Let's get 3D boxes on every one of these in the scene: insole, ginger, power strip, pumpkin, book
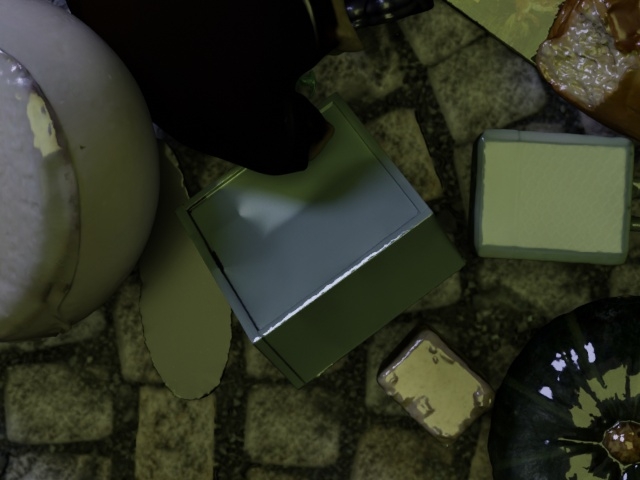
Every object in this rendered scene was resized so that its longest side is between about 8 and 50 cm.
[{"bbox_3d":[-0.172,0.032,1.574,0.110,0.012,0.310,-16,89,4],"label":"insole"},{"bbox_3d":[-0.090,-0.291,1.446,0.413,0.211,0.358,42,137,18],"label":"ginger"},{"bbox_3d":[0.278,-0.043,1.486,0.224,0.140,0.139,3,89,4],"label":"power strip"},{"bbox_3d":[0.331,0.208,1.456,0.300,0.207,0.300,-1,86,18],"label":"pumpkin"},{"bbox_3d":[0.251,-0.291,1.545,0.228,0.024,0.160,37,94,2],"label":"book"}]

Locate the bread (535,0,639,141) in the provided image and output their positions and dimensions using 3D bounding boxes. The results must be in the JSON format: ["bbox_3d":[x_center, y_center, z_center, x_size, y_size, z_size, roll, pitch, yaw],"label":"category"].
[{"bbox_3d":[0.398,-0.156,1.445,0.344,0.195,0.149,24,91,-3],"label":"bread"}]

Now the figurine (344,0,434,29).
[{"bbox_3d":[0.043,-0.407,1.498,0.204,0.185,0.332,-38,109,-29],"label":"figurine"}]

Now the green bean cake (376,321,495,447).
[{"bbox_3d":[0.124,0.154,1.475,0.109,0.179,0.085,43,92,2],"label":"green bean cake"}]

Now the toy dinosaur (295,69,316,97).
[{"bbox_3d":[-0.038,-0.167,1.563,0.062,0.021,0.083,9,90,-10],"label":"toy dinosaur"}]

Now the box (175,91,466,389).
[{"bbox_3d":[0.000,0.000,1.461,0.225,0.117,0.225,-36,48,2],"label":"box"}]

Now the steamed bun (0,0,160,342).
[{"bbox_3d":[-0.324,-0.086,1.451,0.374,0.241,0.375,13,115,30],"label":"steamed bun"}]
